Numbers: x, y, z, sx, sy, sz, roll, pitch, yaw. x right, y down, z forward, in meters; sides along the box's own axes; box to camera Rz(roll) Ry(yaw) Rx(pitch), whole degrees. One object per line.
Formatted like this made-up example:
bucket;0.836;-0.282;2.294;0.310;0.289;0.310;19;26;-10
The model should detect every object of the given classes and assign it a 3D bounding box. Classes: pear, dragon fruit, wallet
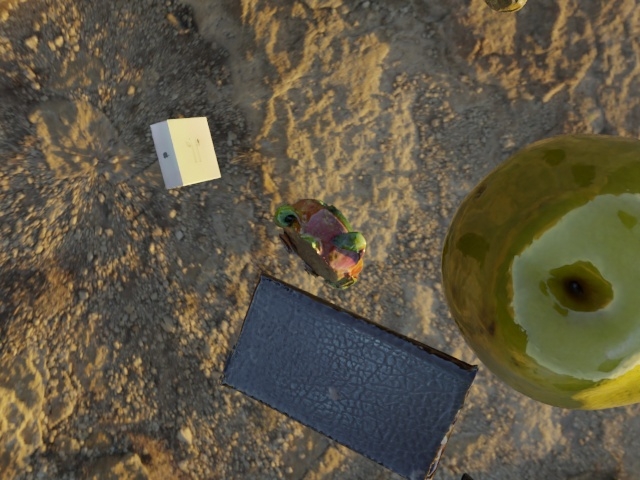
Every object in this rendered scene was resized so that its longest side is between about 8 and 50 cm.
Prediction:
pear;0.339;0.034;0.794;0.418;0.362;0.362;-8;103;-62
dragon fruit;0.000;0.000;1.531;0.130;0.268;0.295;-45;133;-11
wallet;0.023;0.137;0.635;0.243;0.039;0.133;21;97;17

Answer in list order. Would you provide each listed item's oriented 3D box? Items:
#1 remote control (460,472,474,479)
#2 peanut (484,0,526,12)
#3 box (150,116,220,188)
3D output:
remote control;0.215;0.341;0.807;0.016;0.091;0.034;-20;114;-22
peanut;0.245;-0.428;0.939;0.089;0.089;0.193;-33;80;-13
box;-0.274;-0.180;1.266;0.051;0.130;0.129;-9;99;26
